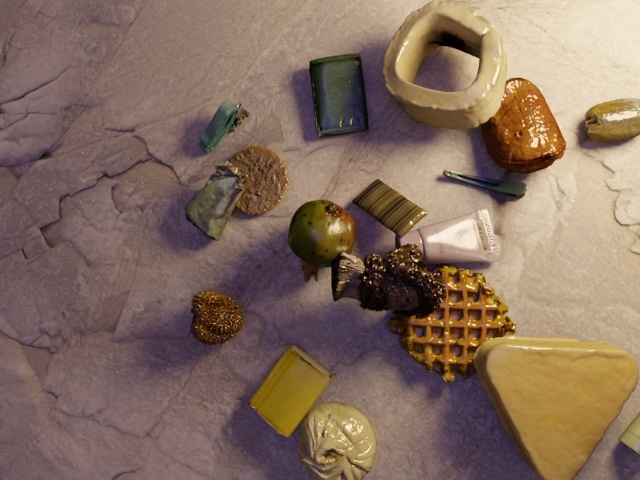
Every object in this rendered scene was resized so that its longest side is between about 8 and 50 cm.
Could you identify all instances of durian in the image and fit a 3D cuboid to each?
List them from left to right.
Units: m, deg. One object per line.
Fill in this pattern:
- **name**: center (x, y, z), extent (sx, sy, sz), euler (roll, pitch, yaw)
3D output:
- **durian**: center (-0.312, 0.233, 1.428), extent (0.167, 0.137, 0.158), euler (19, 108, -1)

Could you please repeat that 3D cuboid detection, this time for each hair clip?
- **hair clip**: center (0.457, -0.161, 1.352), extent (0.229, 0.070, 0.039), euler (15, 91, 19)

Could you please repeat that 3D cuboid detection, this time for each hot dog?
- **hot dog**: center (0.545, -0.309, 1.311), extent (0.195, 0.122, 0.273), euler (-18, 66, 9)

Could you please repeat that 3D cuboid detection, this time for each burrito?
- **burrito**: center (-0.306, -0.127, 1.457), extent (0.144, 0.089, 0.229), euler (40, 109, 7)

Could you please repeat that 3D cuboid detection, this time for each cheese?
- **cheese**: center (0.345, -0.466, 1.303), extent (0.332, 0.153, 0.293), euler (35, 97, 27)
- **cheese**: center (0.559, 0.372, 1.221), extent (0.383, 0.104, 0.385), euler (0, 91, 1)

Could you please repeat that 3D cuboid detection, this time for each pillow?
- **pillow**: center (0.194, -0.093, 1.366), extent (0.113, 0.038, 0.203), euler (-41, 55, -10)

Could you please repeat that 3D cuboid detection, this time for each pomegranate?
- **pomegranate**: center (0.002, 0.009, 1.355), extent (0.198, 0.198, 0.246), euler (10, 96, 12)

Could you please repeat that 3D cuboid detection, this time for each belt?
- **belt**: center (-0.312, -0.355, 1.514), extent (0.065, 0.100, 0.179), euler (46, 110, 10)

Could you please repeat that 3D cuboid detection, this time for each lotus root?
- **lotus root**: center (0.804, -0.322, 1.277), extent (0.191, 0.088, 0.113), euler (-8, 77, 10)

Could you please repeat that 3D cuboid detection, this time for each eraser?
- **eraser**: center (-0.086, 0.432, 1.391), extent (0.158, 0.069, 0.226), euler (35, 92, 13)

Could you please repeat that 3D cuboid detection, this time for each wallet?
- **wallet**: center (0.055, -0.435, 1.452), extent (0.160, 0.055, 0.236), euler (-7, 90, 7)

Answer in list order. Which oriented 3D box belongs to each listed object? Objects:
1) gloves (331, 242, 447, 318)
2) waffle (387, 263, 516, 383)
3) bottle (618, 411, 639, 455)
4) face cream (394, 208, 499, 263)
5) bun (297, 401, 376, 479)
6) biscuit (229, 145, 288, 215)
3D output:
- **gloves**: center (0.175, 0.107, 1.268), extent (0.312, 0.135, 0.211), euler (14, 121, 9)
- **waffle**: center (0.357, 0.217, 1.325), extent (0.302, 0.068, 0.325), euler (-45, 80, 5)
- **bottle**: center (0.843, 0.446, 1.207), extent (0.072, 0.072, 0.202), euler (37, 93, 12)
- **face cream**: center (0.350, 0.006, 1.342), extent (0.273, 0.096, 0.154), euler (-10, 74, -1)
- **bun**: center (0.039, 0.568, 1.320), extent (0.229, 0.145, 0.230), euler (-1, 84, 14)
- **biscuit**: center (-0.200, -0.185, 1.487), extent (0.219, 0.033, 0.220), euler (-1, 85, 14)
